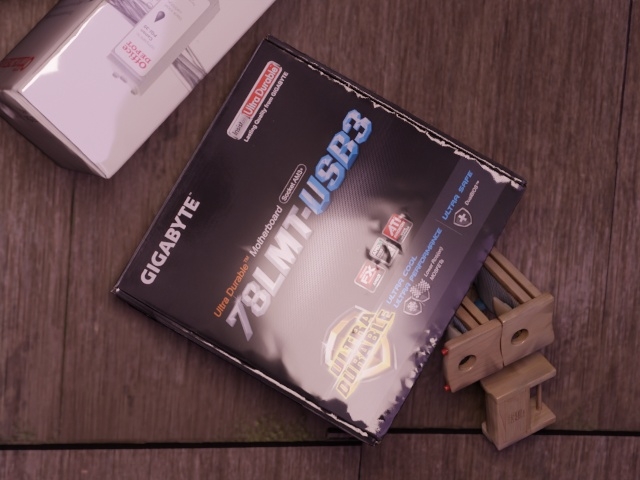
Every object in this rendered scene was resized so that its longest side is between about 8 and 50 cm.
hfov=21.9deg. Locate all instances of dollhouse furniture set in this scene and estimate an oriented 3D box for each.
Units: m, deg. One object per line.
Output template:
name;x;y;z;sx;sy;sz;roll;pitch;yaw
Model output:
dollhouse furniture set;0.154;0.114;1.715;0.129;0.129;0.183;-24;134;-17

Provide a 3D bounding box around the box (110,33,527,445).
box;0.000;0.000;1.587;0.293;0.073;0.295;31;83;2

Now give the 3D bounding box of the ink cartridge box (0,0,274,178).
ink cartridge box;-0.160;-0.196;1.484;0.117;0.207;0.283;45;80;-19
